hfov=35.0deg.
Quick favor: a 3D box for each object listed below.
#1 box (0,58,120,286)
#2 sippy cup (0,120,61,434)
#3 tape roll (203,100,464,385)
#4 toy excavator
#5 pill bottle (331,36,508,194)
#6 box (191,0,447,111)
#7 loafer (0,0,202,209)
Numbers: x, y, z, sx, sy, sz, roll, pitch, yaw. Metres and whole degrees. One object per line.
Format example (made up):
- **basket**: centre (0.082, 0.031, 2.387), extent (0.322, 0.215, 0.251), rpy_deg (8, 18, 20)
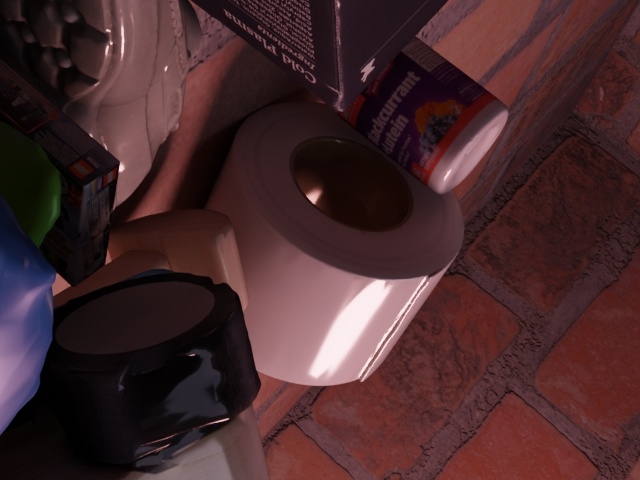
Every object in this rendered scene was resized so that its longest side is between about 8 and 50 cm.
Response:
- **box**: centre (-0.167, -0.049, 0.541), extent (0.027, 0.137, 0.094), rpy_deg (-41, 166, -35)
- **sippy cup**: centre (-0.215, 0.002, 0.321), extent (0.305, 0.224, 0.240), rpy_deg (-43, 166, -31)
- **tape roll**: centre (0.000, 0.000, 1.024), extent (0.246, 0.246, 0.169), rpy_deg (-36, 161, -48)
- **toy excavator**: centre (-0.165, 0.102, 0.669), extent (0.433, 0.445, 0.222), rpy_deg (-24, 114, -30)
- **pill bottle**: centre (0.076, -0.142, 0.986), extent (0.108, 0.193, 0.108), rpy_deg (-47, 166, -15)
- **box**: centre (0.052, -0.293, 0.501), extent (0.343, 0.179, 0.312), rpy_deg (-47, 166, -13)
- **loafer**: centre (-0.124, -0.122, 0.572), extent (0.111, 0.112, 0.319), rpy_deg (-50, 176, -25)
